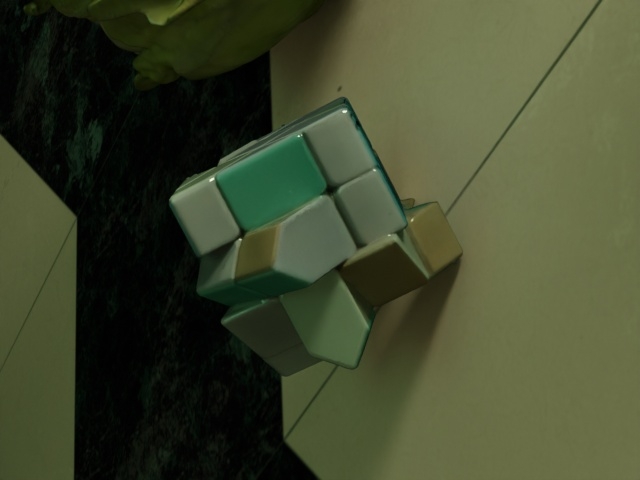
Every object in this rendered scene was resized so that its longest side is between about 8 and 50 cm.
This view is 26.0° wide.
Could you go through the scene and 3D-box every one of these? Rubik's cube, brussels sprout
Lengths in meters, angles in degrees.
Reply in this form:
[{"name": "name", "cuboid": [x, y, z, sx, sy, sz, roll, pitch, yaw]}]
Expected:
[{"name": "Rubik's cube", "cuboid": [0.000, 0.000, 1.265, 0.213, 0.224, 0.265, 63, -174, -8]}, {"name": "brussels sprout", "cuboid": [-0.106, -0.366, 1.439, 0.361, 0.342, 0.425, -25, 16, 20]}]
